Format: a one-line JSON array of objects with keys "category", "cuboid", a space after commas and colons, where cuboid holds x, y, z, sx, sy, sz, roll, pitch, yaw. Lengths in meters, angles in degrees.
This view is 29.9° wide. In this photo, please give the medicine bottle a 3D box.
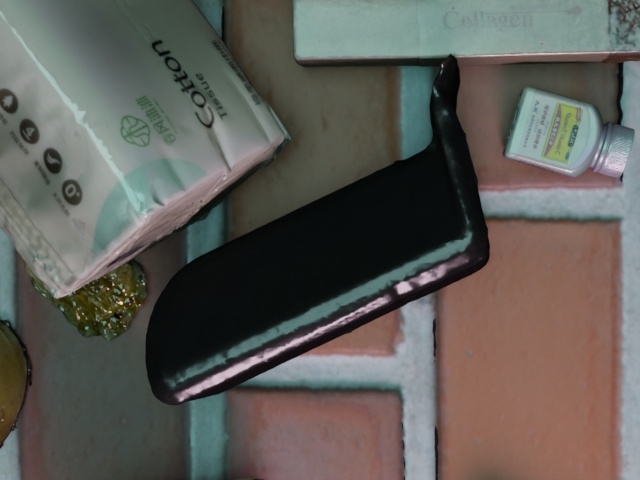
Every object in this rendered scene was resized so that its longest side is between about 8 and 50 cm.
[{"category": "medicine bottle", "cuboid": [0.247, -0.102, 1.192, 0.118, 0.055, 0.074, 17, 92, 4]}]

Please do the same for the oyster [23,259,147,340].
[{"category": "oyster", "cuboid": [-0.246, 0.036, 1.258, 0.122, 0.045, 0.146, -13, 91, -8]}]

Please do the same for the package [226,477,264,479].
[{"category": "package", "cuboid": [-0.152, 0.409, 1.188, 0.165, 0.221, 0.311, -10, 94, 44]}]

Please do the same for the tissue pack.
[{"category": "tissue pack", "cuboid": [-0.232, -0.161, 1.118, 0.194, 0.266, 0.356, -38, 88, 34]}]

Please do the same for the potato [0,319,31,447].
[{"category": "potato", "cuboid": [-0.408, 0.146, 1.238, 0.182, 0.117, 0.202, 19, 95, 7]}]

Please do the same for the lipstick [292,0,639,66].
[{"category": "lipstick", "cuboid": [0.160, -0.213, 1.184, 0.371, 0.080, 0.076, -1, 93, 5]}]

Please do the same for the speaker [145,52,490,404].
[{"category": "speaker", "cuboid": [0.000, 0.000, 1.167, 0.388, 0.180, 0.184, -27, 83, 5]}]
